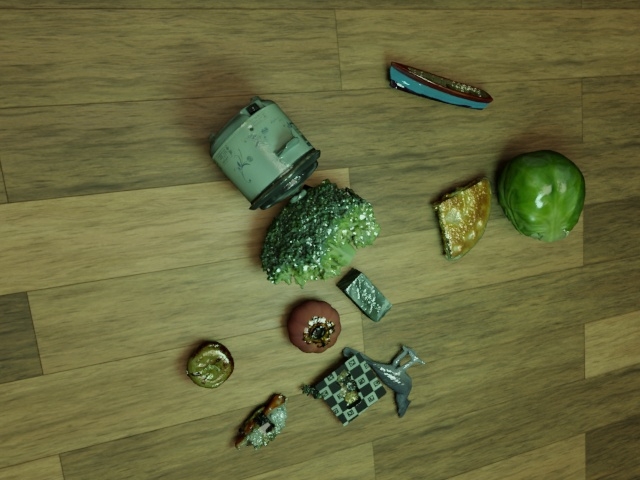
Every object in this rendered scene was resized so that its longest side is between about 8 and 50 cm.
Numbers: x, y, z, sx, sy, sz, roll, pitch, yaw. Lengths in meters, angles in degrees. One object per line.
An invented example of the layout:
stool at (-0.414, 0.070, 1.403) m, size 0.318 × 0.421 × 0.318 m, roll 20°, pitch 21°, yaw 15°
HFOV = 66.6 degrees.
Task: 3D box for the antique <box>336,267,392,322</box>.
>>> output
antique at (0.153, 0.191, 1.656) m, size 0.088 × 0.086 × 0.183 m, roll -46°, pitch 108°, yaw -7°

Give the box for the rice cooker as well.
rice cooker at (-0.150, -0.234, 1.394) m, size 0.264 × 0.317 × 0.316 m, roll -44°, pitch 110°, yaw -34°

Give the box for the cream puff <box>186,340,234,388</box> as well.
cream puff at (-0.343, 0.384, 1.516) m, size 0.149 × 0.084 × 0.149 m, roll -1°, pitch 96°, yaw -15°

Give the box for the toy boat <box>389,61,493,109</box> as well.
toy boat at (0.399, -0.515, 1.638) m, size 0.392 × 0.136 × 0.079 m, roll 8°, pitch 126°, yaw -20°

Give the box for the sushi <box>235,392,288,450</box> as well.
sushi at (-0.181, 0.609, 1.594) m, size 0.226 × 0.103 × 0.097 m, roll -41°, pitch 124°, yaw -8°

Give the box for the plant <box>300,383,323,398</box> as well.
plant at (-0.024, 0.514, 1.657) m, size 0.102 × 0.051 × 0.051 m, roll 15°, pitch 92°, yaw -26°

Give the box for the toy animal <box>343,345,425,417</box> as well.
toy animal at (0.265, 0.463, 1.727) m, size 0.206 × 0.081 × 0.367 m, roll -38°, pitch 109°, yaw 4°

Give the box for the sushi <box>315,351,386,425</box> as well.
sushi at (0.100, 0.504, 1.686) m, size 0.192 × 0.050 × 0.215 m, roll -36°, pitch 114°, yaw -9°

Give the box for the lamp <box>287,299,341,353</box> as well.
lamp at (-0.017, 0.284, 1.584) m, size 0.182 × 0.140 × 0.182 m, roll -4°, pitch 103°, yaw -19°

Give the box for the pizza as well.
pizza at (0.495, -0.094, 1.736) m, size 0.226 × 0.086 × 0.335 m, roll 24°, pitch 88°, yaw -15°

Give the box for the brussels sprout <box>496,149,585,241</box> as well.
brussels sprout at (0.784, -0.154, 1.723) m, size 0.281 × 0.289 × 0.354 m, roll -24°, pitch 117°, yaw 0°

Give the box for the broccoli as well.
broccoli at (-0.001, -0.018, 1.489) m, size 0.318 × 0.277 × 0.338 m, roll 1°, pitch 106°, yaw -38°
